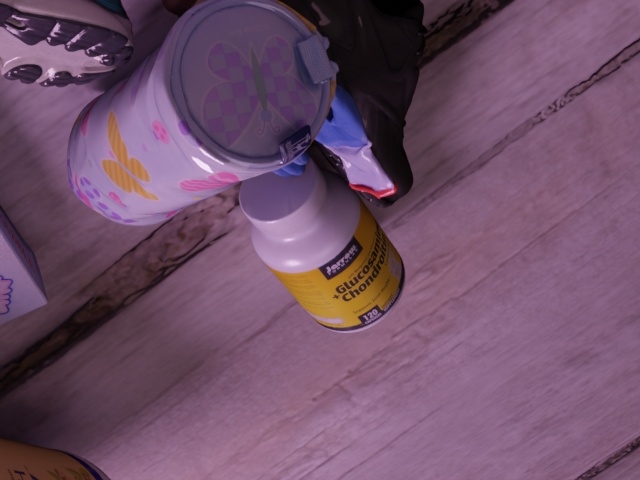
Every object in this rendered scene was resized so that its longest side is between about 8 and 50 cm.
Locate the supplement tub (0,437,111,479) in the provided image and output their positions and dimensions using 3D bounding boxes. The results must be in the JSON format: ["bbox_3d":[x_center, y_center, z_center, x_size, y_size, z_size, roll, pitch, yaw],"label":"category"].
[{"bbox_3d":[-0.339,0.280,1.116,0.241,0.241,0.331,-39,149,13],"label":"supplement tub"}]

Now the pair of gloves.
[{"bbox_3d":[-0.033,-0.095,0.995,0.023,0.198,0.159,-54,128,-20],"label":"pair of gloves"}]

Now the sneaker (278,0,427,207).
[{"bbox_3d":[0.037,-0.133,1.043,0.130,0.109,0.286,-36,143,-4],"label":"sneaker"}]

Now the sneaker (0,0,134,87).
[{"bbox_3d":[-0.245,-0.178,0.829,0.107,0.110,0.275,-31,151,35],"label":"sneaker"}]

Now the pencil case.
[{"bbox_3d":[-0.093,-0.084,0.907,0.124,0.113,0.273,-39,-171,-26],"label":"pencil case"}]

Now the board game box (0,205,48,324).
[{"bbox_3d":[-0.410,0.002,0.953,0.318,0.066,0.318,-25,140,-4],"label":"board game box"}]

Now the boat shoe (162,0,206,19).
[{"bbox_3d":[-0.058,-0.295,0.825,0.123,0.123,0.342,22,130,-8],"label":"boat shoe"}]

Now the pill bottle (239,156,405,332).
[{"bbox_3d":[0.000,0.000,1.155,0.103,0.103,0.184,-33,140,5],"label":"pill bottle"}]
